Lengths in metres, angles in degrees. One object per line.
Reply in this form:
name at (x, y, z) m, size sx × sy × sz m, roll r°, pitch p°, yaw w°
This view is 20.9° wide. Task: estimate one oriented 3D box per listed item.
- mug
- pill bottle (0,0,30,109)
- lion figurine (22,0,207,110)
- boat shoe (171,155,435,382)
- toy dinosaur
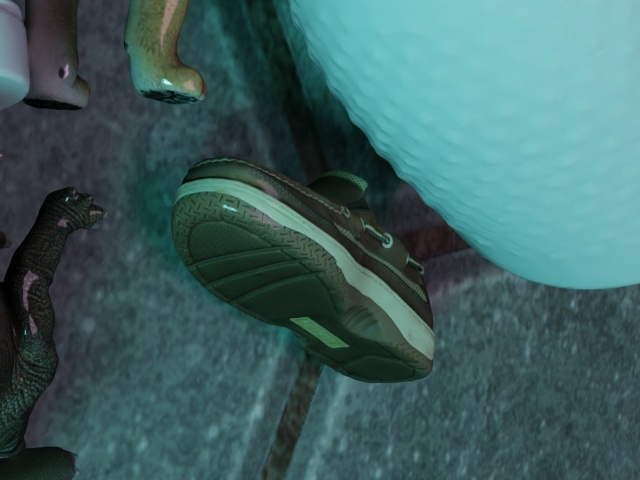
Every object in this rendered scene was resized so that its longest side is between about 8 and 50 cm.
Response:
mug at (0.110, -0.199, 1.026) m, size 0.328 × 0.276 × 0.374 m, roll 41°, pitch 32°, yaw -52°
pill bottle at (-0.156, -0.152, 0.597) m, size 0.121 × 0.121 × 0.216 m, roll 2°, pitch 79°, yaw -54°
lion figurine at (-0.153, -0.192, 0.749) m, size 0.392 × 0.142 × 0.240 m, roll 11°, pitch 81°, yaw -50°
boat shoe at (-0.007, 0.001, 1.041) m, size 0.257 × 0.095 × 0.095 m, roll 46°, pitch 46°, yaw -55°
toy dinosaur at (-0.186, 0.034, 0.765) m, size 0.313 × 0.121 × 0.160 m, roll 50°, pitch 44°, yaw -51°
